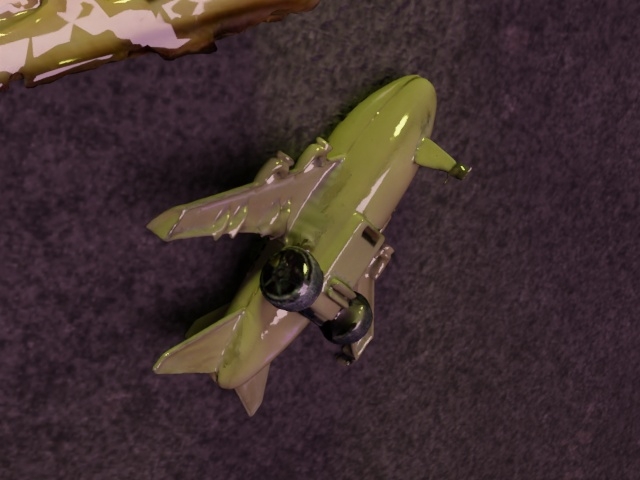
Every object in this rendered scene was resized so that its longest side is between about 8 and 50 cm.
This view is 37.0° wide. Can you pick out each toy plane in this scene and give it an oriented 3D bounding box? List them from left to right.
[{"bbox_3d":[0.000,0.000,0.639,0.256,0.104,0.242,-47,141,3],"label":"toy plane"}]

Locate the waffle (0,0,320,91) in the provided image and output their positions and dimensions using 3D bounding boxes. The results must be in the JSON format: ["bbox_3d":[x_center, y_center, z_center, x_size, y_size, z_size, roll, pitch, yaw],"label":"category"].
[{"bbox_3d":[-0.190,-0.193,0.428,0.376,0.114,0.260,-18,119,-23],"label":"waffle"}]
